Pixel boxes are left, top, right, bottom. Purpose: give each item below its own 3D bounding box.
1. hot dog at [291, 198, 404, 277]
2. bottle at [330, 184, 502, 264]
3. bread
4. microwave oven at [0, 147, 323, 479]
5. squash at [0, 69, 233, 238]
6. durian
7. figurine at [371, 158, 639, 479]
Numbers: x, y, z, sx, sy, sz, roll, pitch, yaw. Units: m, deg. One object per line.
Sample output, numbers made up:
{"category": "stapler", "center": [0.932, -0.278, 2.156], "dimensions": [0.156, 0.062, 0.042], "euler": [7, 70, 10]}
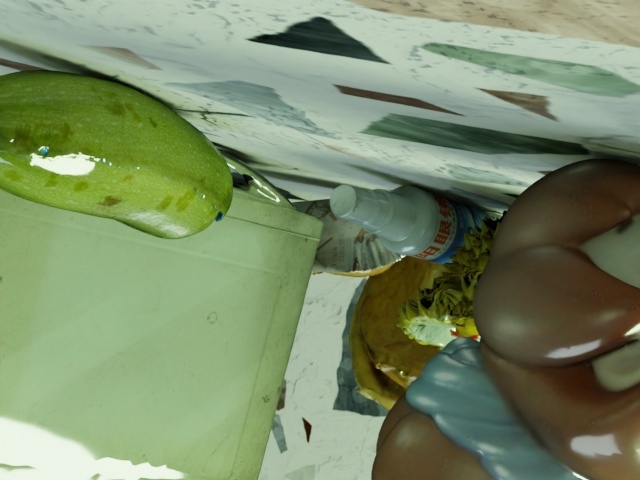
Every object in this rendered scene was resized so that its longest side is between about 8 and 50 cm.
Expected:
{"category": "hot dog", "center": [0.000, 0.000, 1.479], "dimensions": [0.191, 0.059, 0.108], "euler": [-1, -146, 30]}
{"category": "bottle", "center": [0.084, -0.013, 1.324], "dimensions": [0.060, 0.060, 0.217], "euler": [10, 176, 42]}
{"category": "bread", "center": [0.142, 0.075, 1.493], "dimensions": [0.236, 0.198, 0.120], "euler": [6, 152, 18]}
{"category": "microwave oven", "center": [-0.241, 0.051, 1.346], "dimensions": [0.394, 0.333, 0.247], "euler": [14, -179, -44]}
{"category": "squash", "center": [-0.144, -0.059, 1.026], "dimensions": [0.094, 0.094, 0.341], "euler": [11, 176, 26]}
{"category": "durian", "center": [0.165, 0.040, 1.236], "dimensions": [0.193, 0.137, 0.237], "euler": [14, -178, 26]}
{"category": "figurine", "center": [0.231, 0.077, 0.842], "dimensions": [0.277, 0.248, 0.388], "euler": [-17, -160, -39]}
